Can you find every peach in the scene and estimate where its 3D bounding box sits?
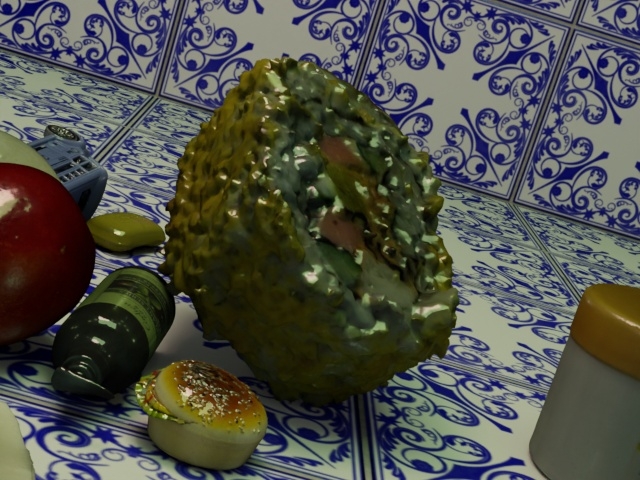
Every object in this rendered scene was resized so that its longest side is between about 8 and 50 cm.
[{"bbox_3d":[-0.375,0.013,1.300,0.244,0.199,0.243,1,13,0],"label":"peach"}]

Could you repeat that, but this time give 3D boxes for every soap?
[{"bbox_3d":[-0.298,-0.015,1.807,0.089,0.045,0.140,28,17,23],"label":"soap"}]

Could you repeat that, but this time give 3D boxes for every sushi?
[{"bbox_3d":[0.000,0.000,1.456,0.351,0.240,0.396,30,39,-28],"label":"sushi"}]

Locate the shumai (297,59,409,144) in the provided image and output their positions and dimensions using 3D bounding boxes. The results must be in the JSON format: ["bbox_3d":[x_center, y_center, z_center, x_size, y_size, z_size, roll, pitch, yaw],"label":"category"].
[{"bbox_3d":[-0.043,-0.044,1.807,0.324,0.397,0.323,4,36,33],"label":"shumai"}]

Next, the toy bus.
[{"bbox_3d":[-0.410,-0.076,1.744,0.133,0.125,0.292,29,18,4],"label":"toy bus"}]

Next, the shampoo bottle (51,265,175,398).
[{"bbox_3d":[-0.233,0.109,1.297,0.101,0.101,0.284,18,14,0],"label":"shampoo bottle"}]

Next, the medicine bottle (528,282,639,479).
[{"bbox_3d":[0.404,0.200,1.455,0.238,0.231,0.238,15,14,-4],"label":"medicine bottle"}]

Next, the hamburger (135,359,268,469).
[{"bbox_3d":[-0.123,0.175,1.219,0.141,0.081,0.126,23,15,15],"label":"hamburger"}]

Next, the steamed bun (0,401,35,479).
[{"bbox_3d":[-0.267,0.208,0.752,0.146,0.164,0.242,13,13,-23],"label":"steamed bun"}]

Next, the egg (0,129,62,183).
[{"bbox_3d":[-0.442,-0.054,1.492,0.253,0.186,0.186,9,17,-28],"label":"egg"}]
